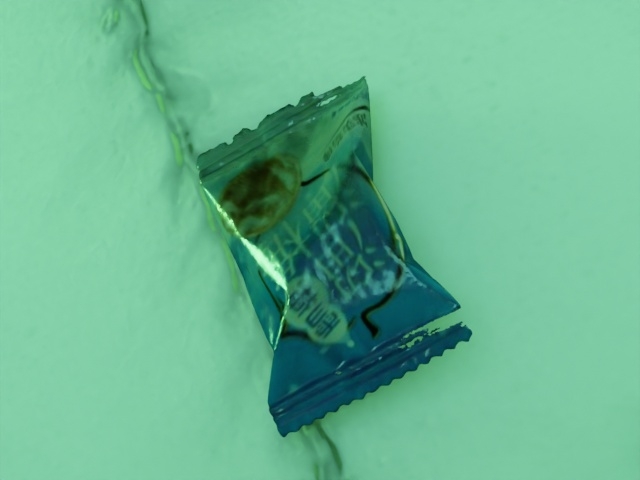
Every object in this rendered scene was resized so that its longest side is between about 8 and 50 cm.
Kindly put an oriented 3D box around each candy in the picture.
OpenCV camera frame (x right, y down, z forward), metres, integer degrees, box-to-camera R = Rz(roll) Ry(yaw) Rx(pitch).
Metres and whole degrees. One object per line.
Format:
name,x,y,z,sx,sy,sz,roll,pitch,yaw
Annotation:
candy,0.001,0.000,0.468,0.088,0.038,0.136,-32,59,22
